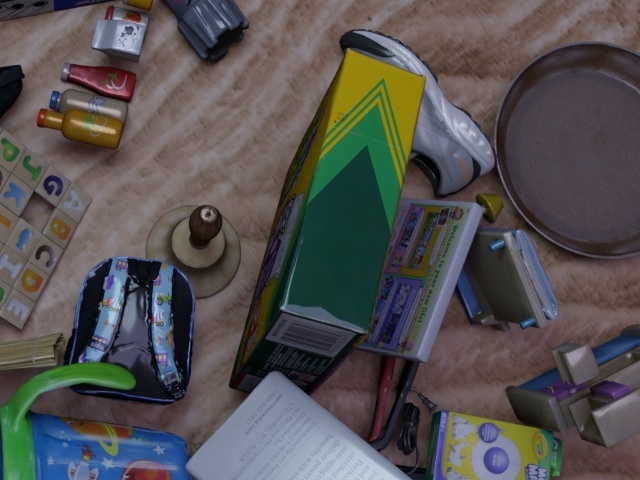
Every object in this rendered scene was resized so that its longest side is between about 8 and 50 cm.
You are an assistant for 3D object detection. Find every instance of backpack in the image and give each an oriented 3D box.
[{"bbox_3d":[-0.234,0.112,1.573,0.158,0.117,0.173,7,79,-9],"label":"backpack"}]

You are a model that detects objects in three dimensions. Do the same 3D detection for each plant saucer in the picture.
[{"bbox_3d":[0.385,-0.124,1.767,0.310,0.050,0.311,2,80,-9],"label":"plant saucer"}]

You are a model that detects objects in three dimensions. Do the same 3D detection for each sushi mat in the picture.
[{"bbox_3d":[-0.464,0.148,1.490,0.316,0.151,0.019,-7,98,-5],"label":"sushi mat"}]

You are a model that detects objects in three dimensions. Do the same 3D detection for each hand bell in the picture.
[{"bbox_3d":[-0.145,-0.007,1.547,0.126,0.242,0.126,2,79,-11],"label":"hand bell"}]

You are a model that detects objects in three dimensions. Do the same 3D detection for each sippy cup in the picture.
[{"bbox_3d":[-0.271,0.310,1.483,0.224,0.305,0.240,3,52,-19],"label":"sippy cup"}]

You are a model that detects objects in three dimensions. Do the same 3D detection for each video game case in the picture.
[{"bbox_3d":[0.098,0.045,1.621,0.023,0.193,0.212,34,72,-38],"label":"video game case"}]

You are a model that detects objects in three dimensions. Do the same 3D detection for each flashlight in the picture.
[{"bbox_3d":[-0.209,-0.385,1.672,0.103,0.103,0.304,-39,83,19],"label":"flashlight"}]

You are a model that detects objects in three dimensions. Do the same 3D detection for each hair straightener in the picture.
[{"bbox_3d":[0.114,0.212,1.634,0.089,0.047,0.230,17,62,-8],"label":"hair straightener"}]

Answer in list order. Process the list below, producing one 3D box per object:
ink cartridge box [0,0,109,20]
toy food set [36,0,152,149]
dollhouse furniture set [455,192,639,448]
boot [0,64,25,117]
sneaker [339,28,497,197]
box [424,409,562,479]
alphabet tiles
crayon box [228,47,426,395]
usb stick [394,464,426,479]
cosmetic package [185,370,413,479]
[{"bbox_3d":[-0.363,-0.332,1.642,0.207,0.097,0.046,-13,82,-13],"label":"ink cartridge box"},{"bbox_3d":[-0.288,-0.233,1.629,0.104,0.111,0.232,13,81,-8],"label":"toy food set"},{"bbox_3d":[0.323,0.065,1.598,0.198,0.286,0.303,-25,96,-14],"label":"dollhouse furniture set"},{"bbox_3d":[-0.444,-0.085,1.576,0.246,0.094,0.207,-37,117,-36],"label":"boot"},{"bbox_3d":[0.117,-0.175,1.704,0.108,0.100,0.271,-41,89,-9],"label":"sneaker"},{"bbox_3d":[0.228,0.286,1.621,0.179,0.043,0.105,12,72,-11],"label":"box"},{"bbox_3d":[-0.403,-0.006,1.548,0.198,0.009,0.237,42,64,-39],"label":"alphabet tiles"},{"bbox_3d":[0.000,0.000,1.489,0.106,0.363,0.313,16,68,-7],"label":"crayon box"},{"bbox_3d":[0.210,0.343,1.649,0.278,0.045,0.077,8,77,-9],"label":"usb stick"},{"bbox_3d":[0.077,0.371,1.438,0.453,0.230,0.161,37,74,25],"label":"cosmetic package"}]
